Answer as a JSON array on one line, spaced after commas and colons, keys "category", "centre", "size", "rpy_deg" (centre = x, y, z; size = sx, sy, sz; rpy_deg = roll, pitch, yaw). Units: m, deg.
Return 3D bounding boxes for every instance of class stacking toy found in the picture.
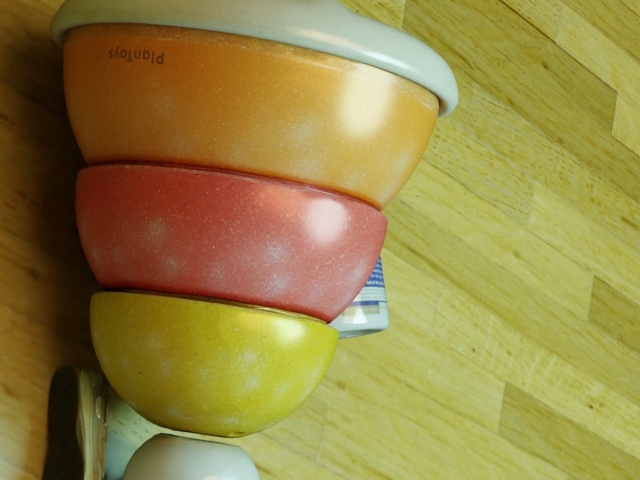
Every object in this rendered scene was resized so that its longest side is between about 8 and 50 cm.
[{"category": "stacking toy", "centre": [-0.091, 0.042, 1.519], "size": [0.350, 0.350, 0.480], "rpy_deg": [15, 83, -43]}]

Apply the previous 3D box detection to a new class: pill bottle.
[{"category": "pill bottle", "centre": [0.000, 0.000, 1.723], "size": [0.112, 0.112, 0.186], "rpy_deg": [1, 80, -46]}]

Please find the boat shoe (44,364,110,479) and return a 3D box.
[{"category": "boat shoe", "centre": [-0.198, 0.182, 1.515], "size": [0.048, 0.056, 0.153], "rpy_deg": [19, 57, -43]}]
